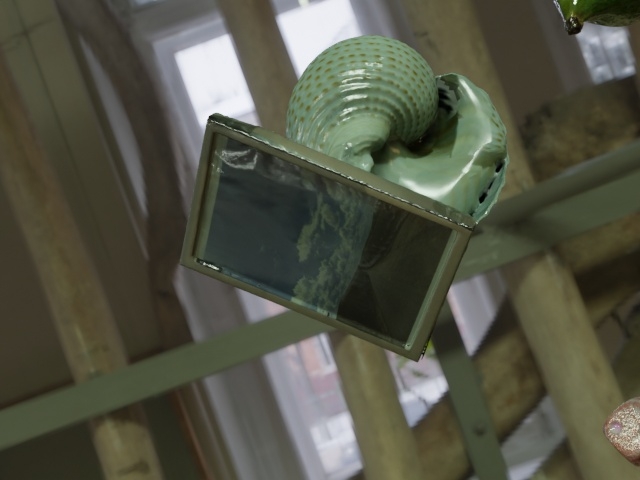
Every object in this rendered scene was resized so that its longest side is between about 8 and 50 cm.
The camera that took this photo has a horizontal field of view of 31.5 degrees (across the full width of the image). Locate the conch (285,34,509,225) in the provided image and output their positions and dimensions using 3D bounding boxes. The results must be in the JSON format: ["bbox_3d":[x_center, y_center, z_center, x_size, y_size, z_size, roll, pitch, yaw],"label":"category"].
[{"bbox_3d":[0.086,-0.109,1.538,0.319,0.303,0.215,-67,8,-28],"label":"conch"}]

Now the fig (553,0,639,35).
[{"bbox_3d":[0.379,-0.374,1.551,0.235,0.203,0.203,-40,10,-33],"label":"fig"}]

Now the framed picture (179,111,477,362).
[{"bbox_3d":[0.000,0.000,1.050,0.023,0.260,0.189,-62,-8,-47],"label":"framed picture"}]

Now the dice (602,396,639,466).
[{"bbox_3d":[0.565,0.339,2.012,0.094,0.091,0.093,-47,-36,10],"label":"dice"}]
